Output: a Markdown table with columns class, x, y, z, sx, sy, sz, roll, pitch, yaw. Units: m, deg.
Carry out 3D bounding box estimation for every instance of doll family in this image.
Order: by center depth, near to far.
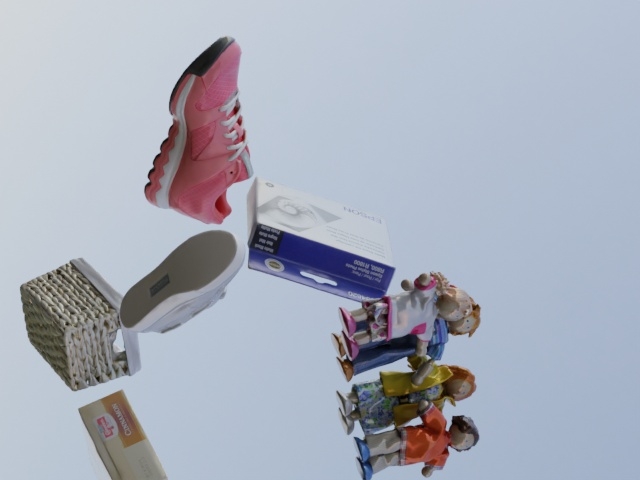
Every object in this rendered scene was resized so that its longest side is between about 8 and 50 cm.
| class | x | y | z | sx | sy | sz | roll | pitch | yaw |
| --- | --- | --- | --- | --- | --- | --- | --- | --- | --- |
| doll family | 0.098 | 0.126 | 1.580 | 0.118 | 0.163 | 0.262 | -124 | -156 | -57 |

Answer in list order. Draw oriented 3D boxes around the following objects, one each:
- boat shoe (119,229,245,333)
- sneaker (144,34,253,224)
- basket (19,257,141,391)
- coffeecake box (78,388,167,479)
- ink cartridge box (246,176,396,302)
| class | x | y | z | sx | sy | sz | roll | pitch | yaw |
| --- | --- | --- | --- | --- | --- | --- | --- | --- | --- |
| boat shoe | -0.134 | 0.050 | 1.560 | 0.184 | 0.063 | 0.066 | -39 | -128 | 30 |
| sneaker | -0.143 | -0.151 | 2.088 | 0.116 | 0.136 | 0.313 | -51 | 167 | -48 |
| basket | -0.329 | 0.115 | 2.007 | 0.167 | 0.103 | 0.113 | 36 | -42 | 47 |
| coffeecake box | -0.258 | 0.306 | 1.967 | 0.142 | 0.068 | 0.185 | 59 | -18 | 26 |
| ink cartridge box | 0.000 | 0.000 | 2.174 | 0.224 | 0.223 | 0.045 | -97 | -153 | -60 |
